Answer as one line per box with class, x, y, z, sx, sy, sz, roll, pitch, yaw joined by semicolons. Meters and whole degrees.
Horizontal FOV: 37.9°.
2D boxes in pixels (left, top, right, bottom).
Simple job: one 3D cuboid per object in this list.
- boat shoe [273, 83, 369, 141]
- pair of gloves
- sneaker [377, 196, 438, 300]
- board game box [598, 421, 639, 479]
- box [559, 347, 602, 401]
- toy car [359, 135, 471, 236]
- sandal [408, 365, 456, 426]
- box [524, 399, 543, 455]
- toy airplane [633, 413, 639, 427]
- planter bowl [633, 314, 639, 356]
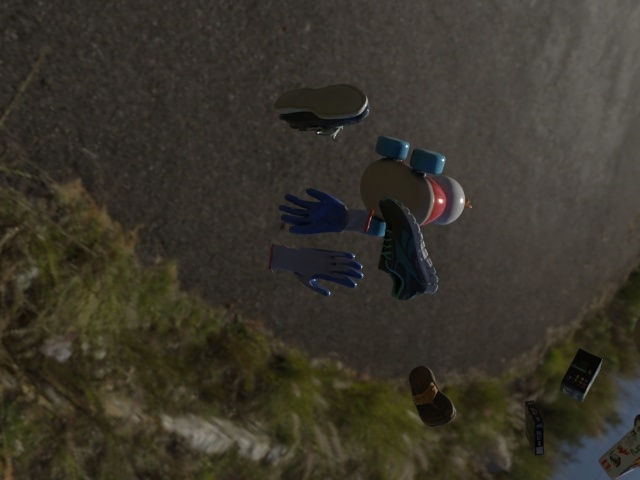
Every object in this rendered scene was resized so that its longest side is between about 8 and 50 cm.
boat shoe;0.009;-0.249;1.839;0.095;0.254;0.079;-54;127;-27
pair of gloves;0.000;0.000;1.526;0.023;0.159;0.198;94;8;-56
sneaker;0.116;0.017;1.399;0.076;0.166;0.065;-25;-171;-16
board game box;0.724;0.376;1.898;0.305;0.053;0.193;-11;144;-36
box;0.523;0.271;1.874;0.083;0.052;0.062;-57;157;-17
toy car;0.230;-0.099;2.088;0.238;0.210;0.219;3;107;-43
sandal;0.215;0.310;1.886;0.072;0.180;0.049;-34;123;7
box;0.414;0.363;1.806;0.067;0.018;0.083;-102;-176;-63
toy airplane;0.799;0.598;2.065;0.384;0.386;0.272;-37;141;-35
planter bowl;0.654;0.179;1.745;0.162;0.162;0.109;-56;-173;-6
